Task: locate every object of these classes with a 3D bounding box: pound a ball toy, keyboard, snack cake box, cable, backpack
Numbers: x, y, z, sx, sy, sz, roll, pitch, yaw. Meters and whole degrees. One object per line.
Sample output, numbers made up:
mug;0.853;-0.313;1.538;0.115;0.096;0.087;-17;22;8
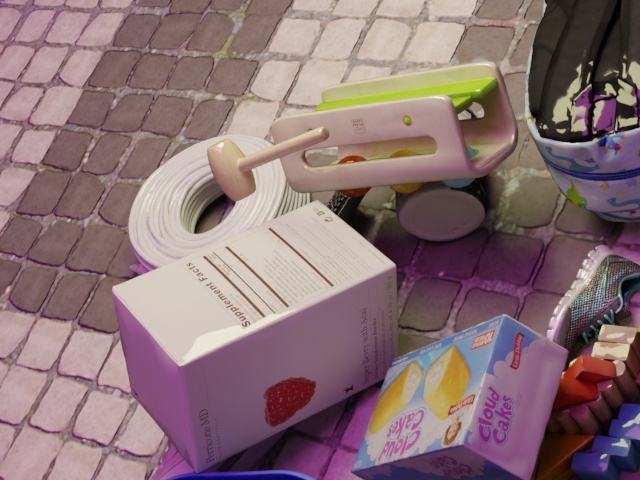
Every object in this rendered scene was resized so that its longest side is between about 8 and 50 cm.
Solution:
pound a ball toy;0.050;-0.103;1.678;0.319;0.135;0.208;-5;23;39
keyboard;0.000;0.000;1.854;0.180;0.023;0.108;-58;21;-16
snack cake box;0.146;0.191;1.518;0.264;0.089;0.152;-32;31;61
cable;-0.144;-0.038;1.953;0.257;0.089;0.257;24;72;41
backpack;0.383;-0.194;1.668;0.290;0.273;0.355;-4;34;26

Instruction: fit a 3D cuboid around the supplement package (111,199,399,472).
supplement package;-0.073;0.110;1.667;0.293;0.177;0.175;-24;42;-24

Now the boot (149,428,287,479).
boot;-0.159;0.265;1.749;0.258;0.095;0.123;-42;40;-14

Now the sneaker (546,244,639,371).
sneaker;0.320;0.082;1.608;0.076;0.065;0.166;19;70;35

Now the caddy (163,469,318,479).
caddy;-0.100;0.384;1.554;0.341;0.179;0.241;-7;53;27

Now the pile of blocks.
pile of blocks;0.332;0.160;1.506;0.362;0.112;0.149;-42;46;-2

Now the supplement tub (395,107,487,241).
supplement tub;0.152;-0.104;1.807;0.117;0.117;0.190;-17;50;20
